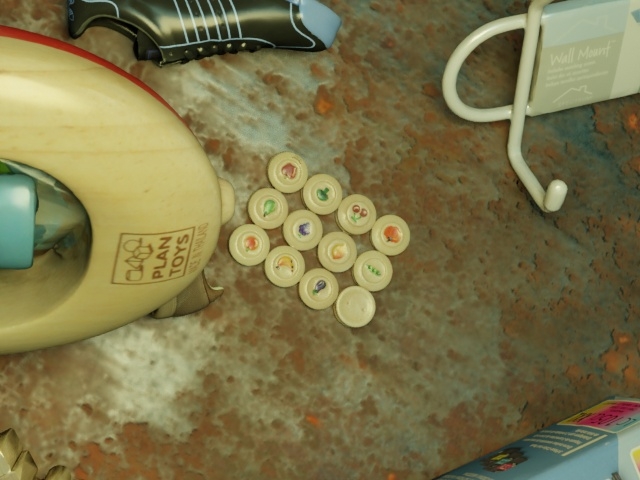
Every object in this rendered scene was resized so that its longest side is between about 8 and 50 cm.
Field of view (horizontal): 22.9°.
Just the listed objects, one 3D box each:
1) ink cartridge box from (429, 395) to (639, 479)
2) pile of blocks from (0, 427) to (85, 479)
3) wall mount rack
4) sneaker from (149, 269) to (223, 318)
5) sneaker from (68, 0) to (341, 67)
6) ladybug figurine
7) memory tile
[{"bbox_3d":[0.162,0.332,1.346,0.395,0.151,0.270,-22,92,-15],"label":"ink cartridge box"},{"bbox_3d":[-0.254,0.224,1.260,0.362,0.112,0.149,29,92,-5],"label":"pile of blocks"},{"bbox_3d":[0.290,-0.176,1.359,0.350,0.304,0.130,-14,48,-17],"label":"wall mount rack"},{"bbox_3d":[-0.129,-0.030,1.343,0.071,0.066,0.188,-9,93,-33],"label":"sneaker"},{"bbox_3d":[-0.102,-0.185,1.350,0.232,0.081,0.090,15,84,-8],"label":"sneaker"},{"bbox_3d":[-0.289,-0.049,1.200,0.449,0.305,0.162,4,43,-15],"label":"ladybug figurine"},{"bbox_3d":[0.000,0.000,1.395,0.148,0.012,0.113,31,78,-12],"label":"memory tile"}]
